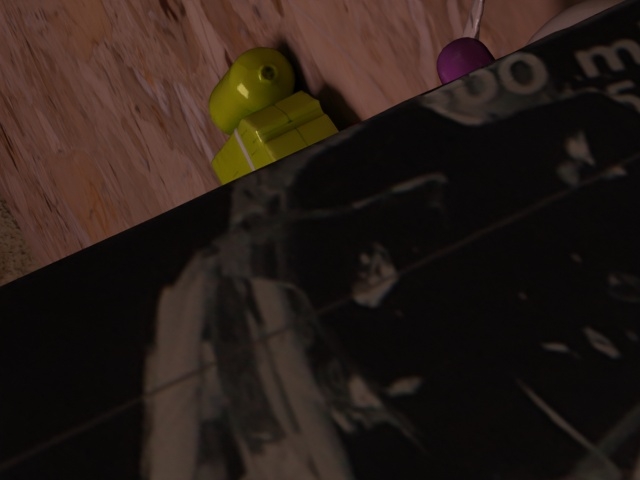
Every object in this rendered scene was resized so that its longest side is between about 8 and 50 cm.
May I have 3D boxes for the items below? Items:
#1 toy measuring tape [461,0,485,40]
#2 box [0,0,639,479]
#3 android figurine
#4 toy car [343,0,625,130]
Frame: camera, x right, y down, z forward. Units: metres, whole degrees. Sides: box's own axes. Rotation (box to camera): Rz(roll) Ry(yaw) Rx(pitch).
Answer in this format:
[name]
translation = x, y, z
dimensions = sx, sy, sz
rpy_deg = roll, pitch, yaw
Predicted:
[toy measuring tape]
translation = 0.094, -0.001, 0.730
dimensions = 0.121, 0.121, 0.330
rpy_deg = 51, 143, 40
[box]
translation = 0.088, 0.231, 0.349
dimensions = 0.472, 0.480, 0.297
rpy_deg = 52, 160, 37
[android figurine]
translation = 0.000, 0.000, 1.100
dimensions = 0.248, 0.056, 0.273
rpy_deg = 63, 166, 3
[toy car]
translation = 0.069, -0.010, 0.604
dimensions = 0.159, 0.182, 0.136
rpy_deg = 49, -176, -48
